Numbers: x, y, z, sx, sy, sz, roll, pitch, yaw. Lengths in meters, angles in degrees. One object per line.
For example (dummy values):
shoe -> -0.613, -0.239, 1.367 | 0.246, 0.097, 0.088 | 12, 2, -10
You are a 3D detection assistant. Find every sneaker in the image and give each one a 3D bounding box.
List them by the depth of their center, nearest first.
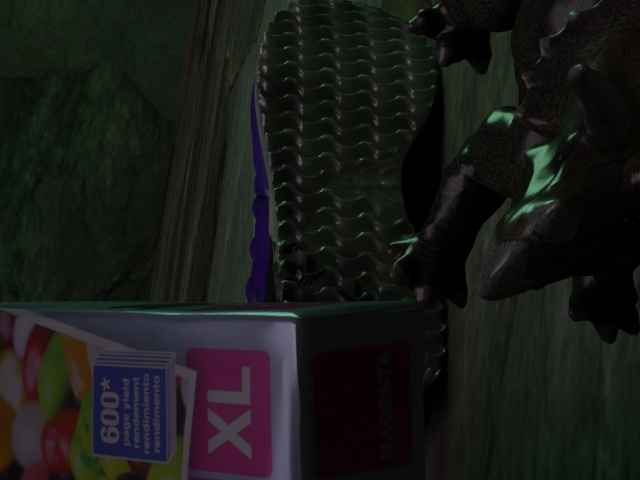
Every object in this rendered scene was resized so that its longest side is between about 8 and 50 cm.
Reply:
sneaker -> -0.001, 0.000, 1.001 | 0.146, 0.102, 0.293 | 110, 166, -49

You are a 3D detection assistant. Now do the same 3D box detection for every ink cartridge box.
ink cartridge box -> -0.082, 0.115, 0.667 | 0.311, 0.065, 0.185 | -2, 90, 52

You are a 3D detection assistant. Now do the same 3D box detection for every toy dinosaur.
toy dinosaur -> 0.093, -0.070, 0.592 | 0.160, 0.121, 0.313 | -54, 21, 43
